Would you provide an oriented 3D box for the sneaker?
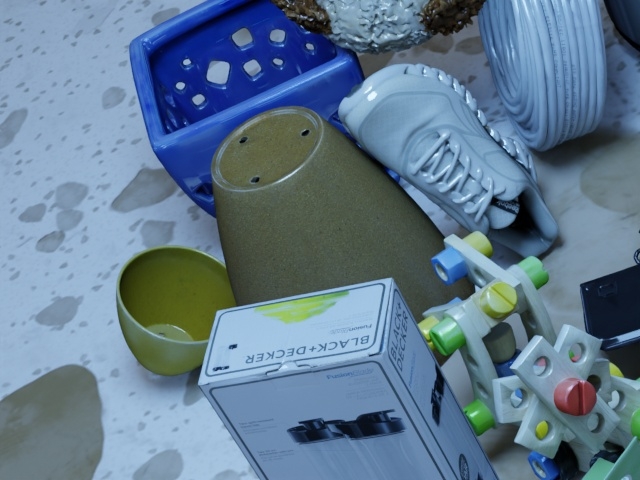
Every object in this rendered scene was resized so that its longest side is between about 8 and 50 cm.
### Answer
[{"bbox_3d":[0.135,-0.074,1.887,0.110,0.292,0.118,-44,44,17],"label":"sneaker"}]

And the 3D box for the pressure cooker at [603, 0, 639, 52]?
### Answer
[{"bbox_3d":[0.411,-0.419,1.976,0.375,0.420,0.370,-28,37,0],"label":"pressure cooker"}]

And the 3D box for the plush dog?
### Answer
[{"bbox_3d":[0.064,-0.277,1.987,0.262,0.210,0.225,-4,43,15],"label":"plush dog"}]

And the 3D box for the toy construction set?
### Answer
[{"bbox_3d":[0.196,0.114,1.654,0.151,0.215,0.327,-28,15,-5],"label":"toy construction set"}]

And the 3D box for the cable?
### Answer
[{"bbox_3d":[0.227,-0.222,2.019,0.089,0.257,0.257,-11,-3,-5],"label":"cable"}]

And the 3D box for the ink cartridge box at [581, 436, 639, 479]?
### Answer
[{"bbox_3d":[0.222,0.246,1.516,0.062,0.209,0.109,21,59,43],"label":"ink cartridge box"}]

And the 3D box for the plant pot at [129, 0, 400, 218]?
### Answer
[{"bbox_3d":[-0.051,-0.134,2.123,0.236,0.212,0.236,-26,38,6],"label":"plant pot"}]

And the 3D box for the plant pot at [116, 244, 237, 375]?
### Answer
[{"bbox_3d":[-0.152,0.086,2.018,0.134,0.095,0.134,9,45,-9],"label":"plant pot"}]

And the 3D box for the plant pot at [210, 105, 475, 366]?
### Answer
[{"bbox_3d":[0.000,0.000,1.905,0.237,0.254,0.237,-17,40,15],"label":"plant pot"}]

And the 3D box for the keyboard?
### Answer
[{"bbox_3d":[0.392,0.013,1.794,0.317,0.033,0.201,-18,26,12],"label":"keyboard"}]

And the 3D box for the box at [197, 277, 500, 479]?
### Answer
[{"bbox_3d":[0.035,0.171,1.657,0.169,0.290,0.087,-12,41,23],"label":"box"}]
